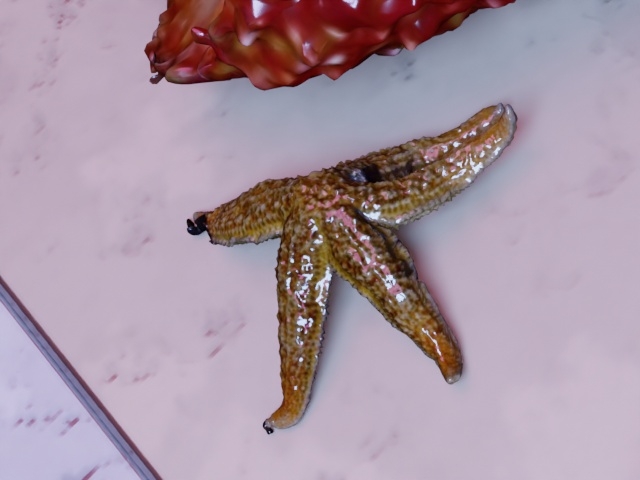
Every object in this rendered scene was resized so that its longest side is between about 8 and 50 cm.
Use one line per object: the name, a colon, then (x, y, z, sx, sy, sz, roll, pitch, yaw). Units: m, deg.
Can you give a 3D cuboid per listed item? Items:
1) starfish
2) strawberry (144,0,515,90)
starfish: (-0.003, -0.001, 0.677, 0.130, 0.041, 0.133, 11, 70, 32)
strawberry: (0.071, -0.161, 0.690, 0.306, 0.138, 0.233, -44, 30, 31)
